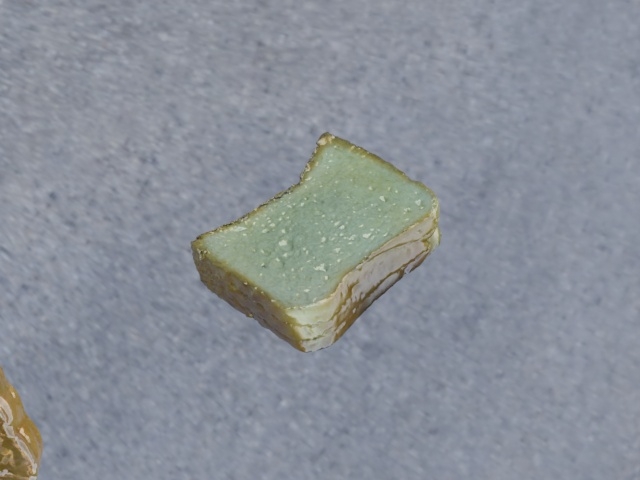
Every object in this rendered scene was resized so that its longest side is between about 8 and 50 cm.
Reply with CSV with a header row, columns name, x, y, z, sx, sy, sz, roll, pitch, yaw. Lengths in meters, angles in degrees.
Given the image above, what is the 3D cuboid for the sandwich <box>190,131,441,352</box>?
name,x,y,z,sx,sy,sz,roll,pitch,yaw
sandwich,0.000,0.000,1.302,0.215,0.186,0.065,-38,138,-23

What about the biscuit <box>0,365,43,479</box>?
name,x,y,z,sx,sy,sz,roll,pitch,yaw
biscuit,-0.243,0.053,0.662,0.162,0.035,0.250,-35,115,26
